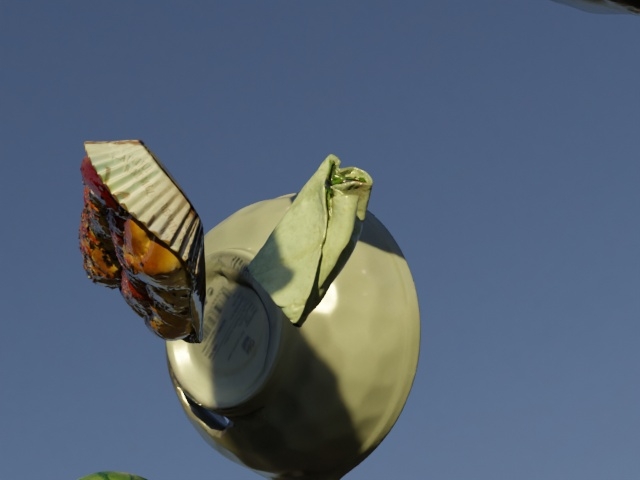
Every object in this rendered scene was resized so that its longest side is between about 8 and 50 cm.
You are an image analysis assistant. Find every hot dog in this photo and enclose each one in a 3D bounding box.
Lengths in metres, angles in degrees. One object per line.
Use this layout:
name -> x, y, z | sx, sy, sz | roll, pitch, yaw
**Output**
hot dog -> -0.104, 0.002, 1.057 | 0.059, 0.108, 0.191 | -36, -14, -15

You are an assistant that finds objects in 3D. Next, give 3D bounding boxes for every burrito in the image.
burrito -> -0.002, -0.001, 1.293 | 0.044, 0.074, 0.118 | 31, -82, -46

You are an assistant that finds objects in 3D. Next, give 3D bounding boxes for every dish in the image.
dish -> -0.053, 0.088, 1.642 | 0.303, 0.303, 0.120 | -35, -27, 31

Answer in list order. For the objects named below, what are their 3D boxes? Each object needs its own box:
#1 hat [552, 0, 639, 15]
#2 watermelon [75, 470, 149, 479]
hat -> 0.117, -0.247, 1.404 | 0.381, 0.366, 0.257 | -23, -66, 21
watermelon -> -0.116, 0.181, 1.033 | 0.105, 0.106, 0.062 | -2, -17, -21
